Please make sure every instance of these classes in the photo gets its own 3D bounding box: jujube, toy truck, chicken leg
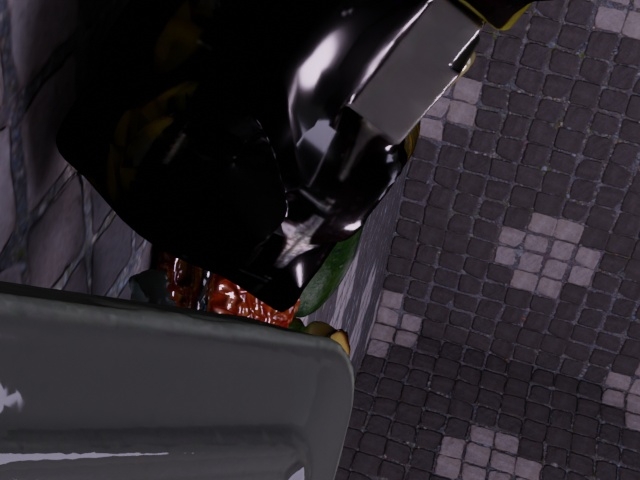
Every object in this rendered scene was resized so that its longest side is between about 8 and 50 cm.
[{"bbox_3d":[-0.072,0.024,1.064,0.176,0.109,0.112,86,-17,-47],"label":"jujube"},{"bbox_3d":[0.019,-0.149,0.611,0.405,0.180,0.254,-48,-171,44],"label":"toy truck"},{"bbox_3d":[-0.120,0.058,0.974,0.106,0.051,0.253,-74,178,-53],"label":"chicken leg"}]

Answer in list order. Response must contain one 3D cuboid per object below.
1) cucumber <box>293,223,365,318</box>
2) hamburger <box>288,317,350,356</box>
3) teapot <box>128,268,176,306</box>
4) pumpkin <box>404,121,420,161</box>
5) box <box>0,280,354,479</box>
[{"bbox_3d":[0.001,0.002,1.574,0.145,0.105,0.325,-67,172,-49],"label":"cucumber"},{"bbox_3d":[-0.061,0.197,1.306,0.237,0.149,0.237,9,90,-76],"label":"hamburger"},{"bbox_3d":[-0.095,0.163,0.772,0.129,0.193,0.294,-153,-126,-71],"label":"teapot"},{"bbox_3d":[0.018,-0.158,1.196,0.219,0.162,0.219,-6,90,-66],"label":"pumpkin"},{"bbox_3d":[-0.130,0.205,0.512,0.373,0.090,0.367,14,91,-57],"label":"box"}]
